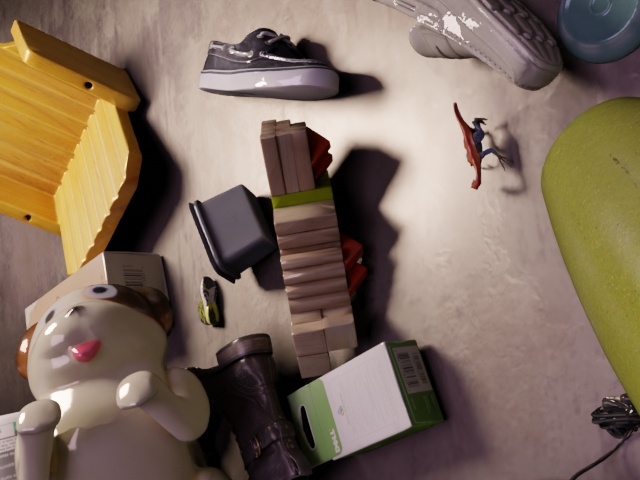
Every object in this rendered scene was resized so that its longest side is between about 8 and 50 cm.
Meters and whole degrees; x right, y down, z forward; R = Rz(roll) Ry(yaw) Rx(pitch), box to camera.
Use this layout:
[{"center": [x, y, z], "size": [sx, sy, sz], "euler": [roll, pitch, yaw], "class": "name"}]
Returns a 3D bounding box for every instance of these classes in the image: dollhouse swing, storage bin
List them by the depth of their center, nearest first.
[{"center": [-0.128, -0.014, 1.220], "size": [0.091, 0.098, 0.135], "euler": [-28, 63, 10], "class": "storage bin"}, {"center": [-0.521, -0.151, 1.474], "size": [0.346, 0.315, 0.305], "euler": [-55, 24, 26], "class": "dollhouse swing"}]

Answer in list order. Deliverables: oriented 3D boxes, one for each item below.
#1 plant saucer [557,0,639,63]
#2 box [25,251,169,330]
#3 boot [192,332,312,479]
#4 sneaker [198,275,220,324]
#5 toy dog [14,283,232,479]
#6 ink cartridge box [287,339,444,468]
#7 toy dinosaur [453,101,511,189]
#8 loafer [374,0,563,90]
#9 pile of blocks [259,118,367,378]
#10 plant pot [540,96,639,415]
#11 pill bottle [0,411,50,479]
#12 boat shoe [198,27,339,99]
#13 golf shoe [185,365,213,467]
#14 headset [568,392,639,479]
[{"center": [0.305, -0.252, 0.849], "size": [0.119, 0.021, 0.119], "euler": [-5, 83, 44], "class": "plant saucer"}, {"center": [-0.417, 0.142, 1.462], "size": [0.311, 0.121, 0.147], "euler": [-31, 66, 39], "class": "box"}, {"center": [-0.108, 0.278, 1.132], "size": [0.263, 0.091, 0.228], "euler": [-50, 52, 50], "class": "boot"}, {"center": [-0.190, 0.101, 1.303], "size": [0.035, 0.031, 0.083], "euler": [-20, 72, 43], "class": "sneaker"}, {"center": [-0.264, 0.255, 1.101], "size": [0.285, 0.395, 0.407], "euler": [-21, 81, 3], "class": "toy dog"}, {"center": [0.052, 0.217, 1.027], "size": [0.209, 0.062, 0.108], "euler": [-37, 62, 41], "class": "ink cartridge box"}, {"center": [0.177, -0.104, 0.934], "size": [0.047, 0.090, 0.082], "euler": [-42, 26, 52], "class": "toy dinosaur"}, {"center": [0.162, -0.260, 0.939], "size": [0.111, 0.112, 0.319], "euler": [-61, 42, 29], "class": "loafer"}, {"center": [0.000, 0.000, 1.092], "size": [0.113, 0.149, 0.361], "euler": [-9, 88, 1], "class": "pile of blocks"}, {"center": [0.322, 0.002, 0.667], "size": [0.274, 0.275, 0.293], "euler": [-58, 35, 24], "class": "plant pot"}, {"center": [-0.562, 0.527, 1.514], "size": [0.204, 0.204, 0.360], "euler": [-39, 60, 36], "class": "pill bottle"}, {"center": [-0.080, -0.267, 1.183], "size": [0.301, 0.108, 0.102], "euler": [15, 99, 52], "class": "boat shoe"}, {"center": [-0.228, 0.305, 1.291], "size": [0.094, 0.077, 0.198], "euler": [-6, 81, 45], "class": "golf shoe"}, {"center": [0.234, 0.331, 0.716], "size": [0.394, 0.244, 0.185], "euler": [-69, 15, -18], "class": "headset"}]
